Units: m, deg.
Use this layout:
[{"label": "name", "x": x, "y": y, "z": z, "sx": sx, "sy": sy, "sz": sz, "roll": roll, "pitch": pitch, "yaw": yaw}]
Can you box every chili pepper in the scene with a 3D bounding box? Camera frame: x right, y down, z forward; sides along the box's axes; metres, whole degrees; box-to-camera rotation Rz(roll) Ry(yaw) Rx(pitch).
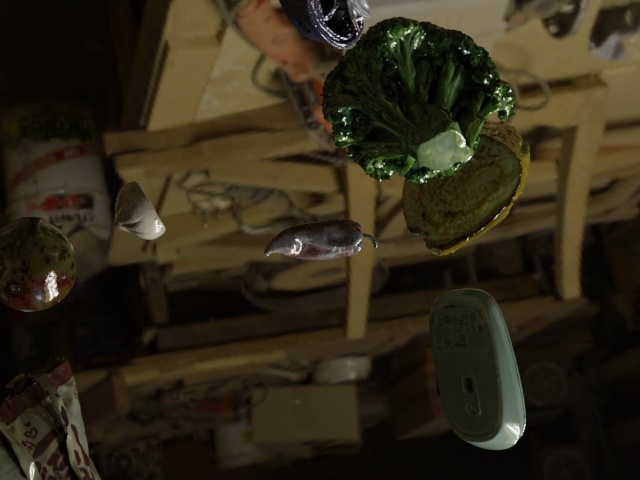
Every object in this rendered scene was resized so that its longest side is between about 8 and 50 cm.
[{"label": "chili pepper", "x": 0.000, "y": 0.000, "z": 1.313, "sx": 0.153, "sy": 0.050, "sz": 0.041, "roll": -6, "pitch": 175, "yaw": -11}]

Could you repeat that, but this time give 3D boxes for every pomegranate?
[{"label": "pomegranate", "x": -0.371, "y": 0.030, "z": 1.319, "sx": 0.130, "sy": 0.130, "sz": 0.130, "roll": -12, "pitch": 163, "yaw": -4}]

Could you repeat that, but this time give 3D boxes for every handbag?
[{"label": "handbag", "x": -0.344, "y": 0.289, "z": 1.228, "sx": 0.127, "sy": 0.235, "sz": 0.213, "roll": -2, "pitch": -161, "yaw": 28}]

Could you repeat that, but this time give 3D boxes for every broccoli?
[{"label": "broccoli", "x": 0.135, "y": -0.192, "z": 1.468, "sx": 0.261, "sy": 0.242, "sz": 0.269, "roll": -35, "pitch": 133, "yaw": 15}]

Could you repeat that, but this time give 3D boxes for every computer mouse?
[{"label": "computer mouse", "x": 0.284, "y": 0.225, "z": 1.786, "sx": 0.097, "sy": 0.289, "sz": 0.159, "roll": -7, "pitch": 177, "yaw": -42}]

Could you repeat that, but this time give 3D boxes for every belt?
[{"label": "belt", "x": 0.006, "y": -0.465, "z": 1.869, "sx": 0.139, "sy": 0.126, "sz": 0.230, "roll": -40, "pitch": 131, "yaw": -19}]

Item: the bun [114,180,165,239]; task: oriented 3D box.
[{"label": "bun", "x": -0.410, "y": -0.055, "z": 2.242, "sx": 0.094, "sy": 0.138, "sz": 0.138, "roll": -33, "pitch": 166, "yaw": -10}]

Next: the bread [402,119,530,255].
[{"label": "bread", "x": 0.243, "y": -0.096, "z": 1.755, "sx": 0.257, "sy": 0.186, "sz": 0.124, "roll": -55, "pitch": 167, "yaw": 25}]
